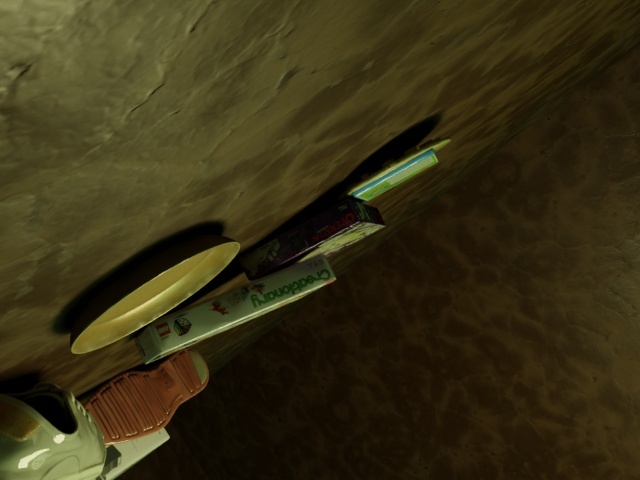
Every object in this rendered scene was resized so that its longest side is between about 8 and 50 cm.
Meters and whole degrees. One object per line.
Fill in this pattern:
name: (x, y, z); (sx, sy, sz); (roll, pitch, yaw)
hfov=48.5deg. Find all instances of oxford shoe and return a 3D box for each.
oxford shoe: (-0.400, 0.357, 1.546); (0.147, 0.140, 0.397); (-31, 173, 25)
oxford shoe: (-0.385, 0.265, 1.001); (0.449, 0.169, 0.130); (114, -5, -79)

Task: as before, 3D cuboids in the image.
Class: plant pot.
plant pot: (-0.206, 0.059, 0.874); (0.236, 0.032, 0.236); (-35, 173, -5)

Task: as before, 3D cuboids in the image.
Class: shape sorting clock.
shape sorting clock: (0.119, -0.118, 1.167); (0.206, 0.040, 0.206); (-28, 174, -3)

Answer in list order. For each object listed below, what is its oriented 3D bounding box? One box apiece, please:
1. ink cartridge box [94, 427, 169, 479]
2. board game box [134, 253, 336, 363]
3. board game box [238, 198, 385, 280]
ink cartridge box: (-0.624, 0.571, 1.779); (0.285, 0.166, 0.395); (-41, 171, 36)
board game box: (-0.145, 0.114, 1.177); (0.305, 0.053, 0.193); (-21, 175, -24)
board game box: (0.000, 0.000, 1.286); (0.208, 0.056, 0.347); (-24, 175, 12)
